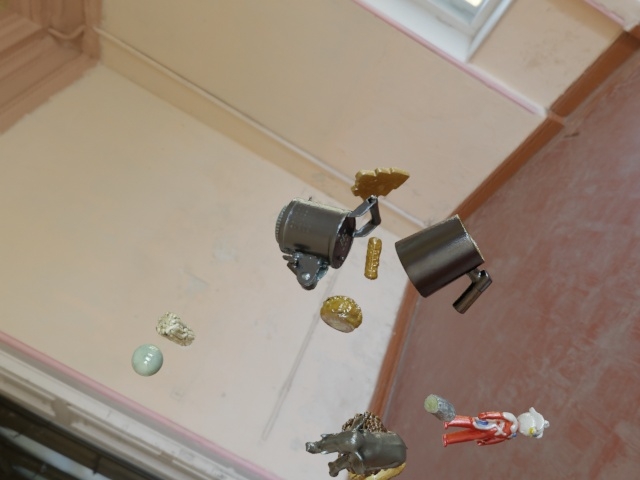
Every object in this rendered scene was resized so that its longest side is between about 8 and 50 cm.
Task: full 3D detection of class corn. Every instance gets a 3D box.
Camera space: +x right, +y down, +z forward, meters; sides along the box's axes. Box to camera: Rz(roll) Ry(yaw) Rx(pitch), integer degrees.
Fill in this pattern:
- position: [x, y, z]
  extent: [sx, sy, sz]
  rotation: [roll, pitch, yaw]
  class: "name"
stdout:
- position: [-0.495, 0.319, 1.707]
  extent: [0.087, 0.087, 0.211]
  rotation: [-62, -26, -23]
  class: "corn"

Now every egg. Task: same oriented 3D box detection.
- position: [-0.845, 0.581, 2.401]
  extent: [0.149, 0.149, 0.192]
  rotation: [-60, 26, 3]
  class: "egg"

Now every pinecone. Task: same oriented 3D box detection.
- position: [0.131, 0.638, 1.523]
  extent: [0.212, 0.169, 0.185]
  rotation: [121, 158, -45]
  class: "pinecone"

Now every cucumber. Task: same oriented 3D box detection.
- position: [0.362, 0.505, 1.485]
  extent: [0.064, 0.112, 0.064]
  rotation: [-28, 40, 26]
  class: "cucumber"

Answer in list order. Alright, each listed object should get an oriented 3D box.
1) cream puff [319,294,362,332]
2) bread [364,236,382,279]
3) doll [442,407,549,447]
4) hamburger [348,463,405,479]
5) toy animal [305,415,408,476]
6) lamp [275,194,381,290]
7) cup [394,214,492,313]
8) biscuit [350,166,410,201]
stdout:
- position: [0.072, 0.236, 1.611]
  extent: [0.103, 0.144, 0.126]
  rotation: [-58, -10, -33]
  class: "cream puff"
- position: [0.188, 0.064, 1.755]
  extent: [0.044, 0.052, 0.157]
  rotation: [-172, 89, -78]
  class: "bread"
- position: [0.643, 0.692, 1.813]
  extent: [0.099, 0.384, 0.188]
  rotation: [-94, -7, -51]
  class: "doll"
- position: [0.241, 0.937, 2.050]
  extent: [0.262, 0.124, 0.131]
  rotation: [-8, -46, -37]
  class: "hamburger"
- position: [0.086, 0.456, 1.090]
  extent: [0.146, 0.245, 0.114]
  rotation: [-39, 53, 44]
  class: "toy animal"
- position: [-0.012, -0.038, 1.671]
  extent: [0.374, 0.272, 0.205]
  rotation: [-49, -24, -13]
  class: "lamp"
- position: [0.329, 0.059, 1.282]
  extent: [0.177, 0.239, 0.166]
  rotation: [-31, 31, 16]
  class: "cup"
- position: [0.236, -0.232, 1.948]
  extent: [0.212, 0.239, 0.041]
  rotation: [65, -171, -56]
  class: "biscuit"
